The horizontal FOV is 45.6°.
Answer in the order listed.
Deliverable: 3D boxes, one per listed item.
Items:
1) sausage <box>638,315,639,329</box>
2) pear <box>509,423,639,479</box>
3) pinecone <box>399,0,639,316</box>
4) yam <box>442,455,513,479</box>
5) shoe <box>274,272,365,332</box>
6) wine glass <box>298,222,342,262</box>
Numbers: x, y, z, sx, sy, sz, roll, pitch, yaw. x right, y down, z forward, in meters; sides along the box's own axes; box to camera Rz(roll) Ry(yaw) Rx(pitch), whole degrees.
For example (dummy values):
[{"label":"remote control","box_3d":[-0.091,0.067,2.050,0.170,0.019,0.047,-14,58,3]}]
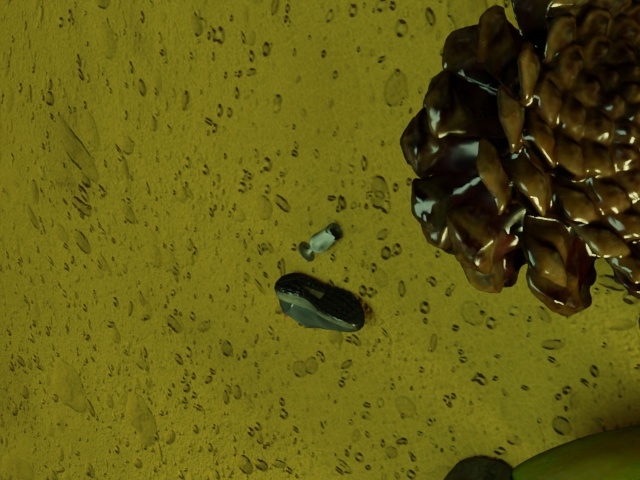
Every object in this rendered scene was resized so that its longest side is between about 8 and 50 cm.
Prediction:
[{"label":"sausage","box_3d":[0.386,0.049,0.785,0.158,0.042,0.036,-54,26,36]},{"label":"pear","box_3d":[0.418,0.329,0.839,0.399,0.399,0.165,39,98,27]},{"label":"pinecone","box_3d":[0.238,-0.094,0.856,0.384,0.384,0.385,14,111,38]},{"label":"yam","box_3d":[0.200,0.447,1.106,0.161,0.268,0.161,17,121,29]},{"label":"shoe","box_3d":[0.001,0.122,1.310,0.194,0.074,0.077,23,128,38]},{"label":"wine glass","box_3d":[0.000,0.000,1.292,0.039,0.042,0.083,35,130,-18]}]
